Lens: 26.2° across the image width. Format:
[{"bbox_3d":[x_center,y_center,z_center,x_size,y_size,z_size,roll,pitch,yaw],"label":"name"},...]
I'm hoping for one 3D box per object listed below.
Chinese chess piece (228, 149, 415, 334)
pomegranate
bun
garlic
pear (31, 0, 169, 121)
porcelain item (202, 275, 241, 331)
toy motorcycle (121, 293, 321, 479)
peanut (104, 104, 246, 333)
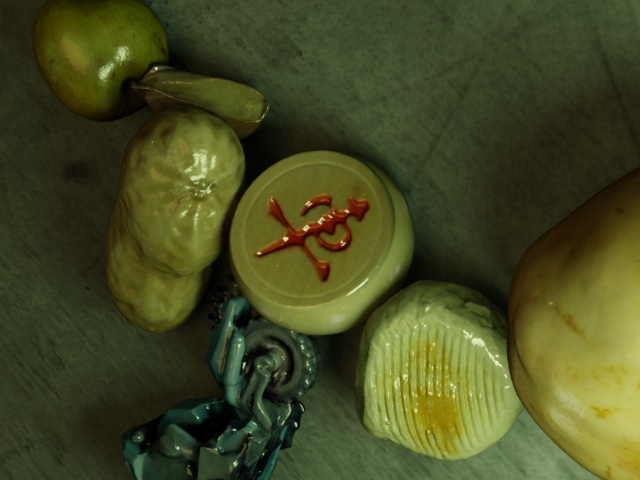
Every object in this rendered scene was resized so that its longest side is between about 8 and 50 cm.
[{"bbox_3d":[0.000,0.000,1.813,0.251,0.097,0.251,-6,67,15],"label":"Chinese chess piece"},{"bbox_3d":[0.407,0.116,1.469,0.411,0.411,0.411,4,97,31],"label":"pomegranate"},{"bbox_3d":[0.149,0.155,1.762,0.244,0.153,0.244,3,115,7],"label":"bun"},{"bbox_3d":[-0.163,-0.193,1.941,0.195,0.101,0.087,17,73,7],"label":"garlic"},{"bbox_3d":[-0.314,-0.270,1.982,0.200,0.200,0.200,4,97,31],"label":"pear"},{"bbox_3d":[-0.145,0.093,2.015,0.075,0.021,0.136,27,108,31],"label":"porcelain item"},{"bbox_3d":[-0.156,0.254,1.949,0.232,0.172,0.416,33,119,18],"label":"toy motorcycle"},{"bbox_3d":[-0.203,-0.022,1.925,0.192,0.169,0.387,56,143,32],"label":"peanut"}]
